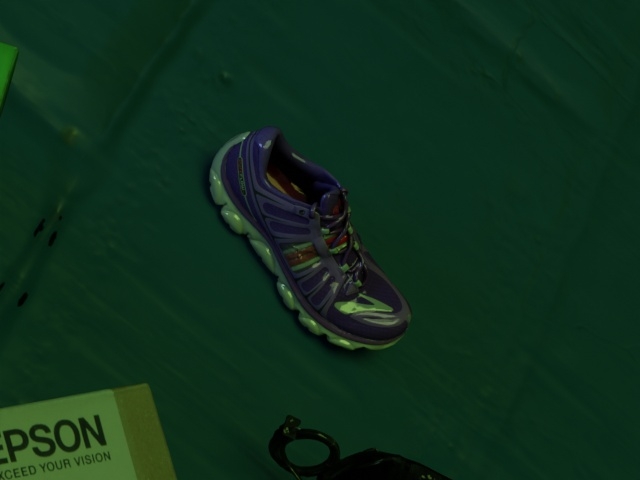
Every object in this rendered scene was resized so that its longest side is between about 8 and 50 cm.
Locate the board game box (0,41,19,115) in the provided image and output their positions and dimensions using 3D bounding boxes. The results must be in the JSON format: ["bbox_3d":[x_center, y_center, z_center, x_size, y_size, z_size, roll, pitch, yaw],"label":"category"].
[{"bbox_3d":[-0.326,-0.025,0.896,0.316,0.064,0.242,16,62,-10],"label":"board game box"}]

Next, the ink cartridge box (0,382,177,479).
[{"bbox_3d":[-0.174,0.187,0.979,0.235,0.088,0.193,-8,75,-40],"label":"ink cartridge box"}]

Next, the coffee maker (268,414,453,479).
[{"bbox_3d":[0.022,0.225,1.118,0.171,0.120,0.178,21,53,-2],"label":"coffee maker"}]

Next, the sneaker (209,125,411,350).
[{"bbox_3d":[0.000,0.000,1.224,0.170,0.071,0.068,48,48,-11],"label":"sneaker"}]
